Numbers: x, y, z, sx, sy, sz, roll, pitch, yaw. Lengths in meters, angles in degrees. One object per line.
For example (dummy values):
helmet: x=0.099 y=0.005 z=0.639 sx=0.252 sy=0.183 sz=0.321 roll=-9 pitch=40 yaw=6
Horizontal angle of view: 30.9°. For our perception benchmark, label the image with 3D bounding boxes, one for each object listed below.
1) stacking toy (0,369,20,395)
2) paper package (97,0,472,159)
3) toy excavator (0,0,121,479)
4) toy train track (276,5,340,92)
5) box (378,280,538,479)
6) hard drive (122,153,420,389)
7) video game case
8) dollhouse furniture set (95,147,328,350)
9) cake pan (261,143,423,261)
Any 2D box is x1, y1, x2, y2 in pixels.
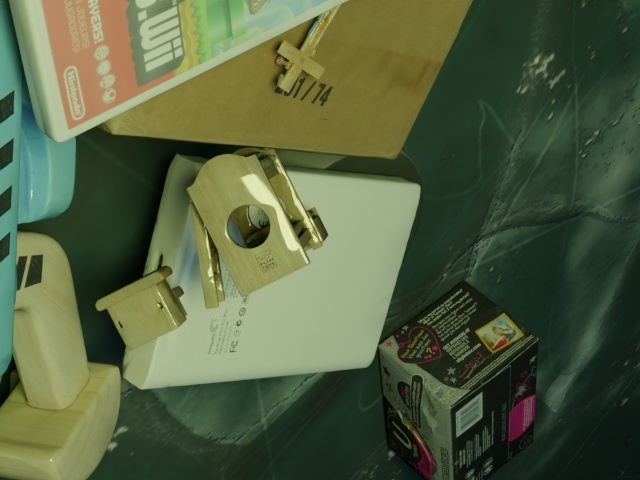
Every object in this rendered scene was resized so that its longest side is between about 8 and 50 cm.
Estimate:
stacking toy: x=-0.361 y=0.190 z=0.977 sx=0.309 sy=0.130 sz=0.279 roll=59 pitch=47 yaw=-57
paper package: x=-0.034 y=-0.227 z=0.862 sx=0.325 sy=0.168 sz=0.309 roll=-2 pitch=125 yaw=-49
toy excavator: x=-0.248 y=0.003 z=0.777 sx=0.445 sy=0.222 sz=0.432 roll=-23 pitch=118 yaw=-72
toy train track: x=-0.008 y=-0.144 z=0.814 sx=0.048 sy=0.014 sz=0.083 roll=28 pitch=95 yaw=-49
box: x=0.182 y=0.207 z=1.546 sx=0.163 sy=0.142 sz=0.247 roll=-34 pitch=142 yaw=-21
hard drive: x=-0.035 y=0.031 z=1.087 sx=0.308 sy=0.040 sz=0.203 roll=2 pitch=108 yaw=-49
video game case: x=-0.056 y=-0.199 z=0.677 sx=0.285 sy=0.025 sz=0.204 roll=-32 pitch=141 yaw=-30
dollhouse furniture set: x=-0.093 y=-0.004 z=0.940 sx=0.161 sy=0.101 sz=0.182 roll=-26 pitch=-176 yaw=7
cake pan: x=0.000 y=0.000 z=1.217 sx=0.293 sy=0.054 sz=0.293 roll=-30 pitch=141 yaw=-28
